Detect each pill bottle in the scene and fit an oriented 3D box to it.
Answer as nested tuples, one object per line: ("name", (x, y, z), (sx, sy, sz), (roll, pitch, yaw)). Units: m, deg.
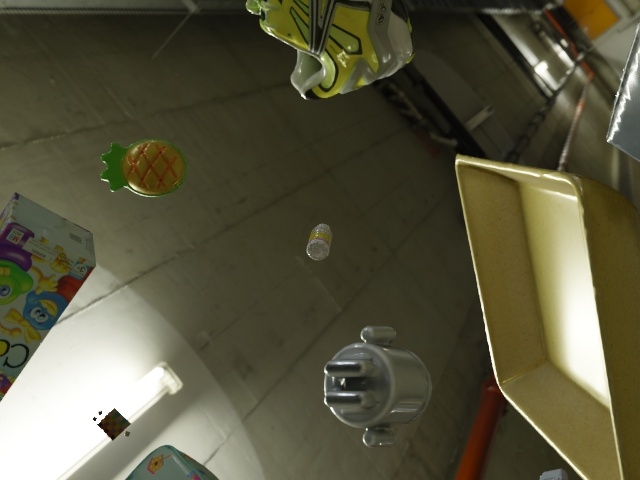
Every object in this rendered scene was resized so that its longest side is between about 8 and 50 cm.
("pill bottle", (0.000, 0.000, 1.324), (0.043, 0.043, 0.083), (43, -155, -15))

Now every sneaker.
("sneaker", (-0.013, -0.288, 0.715), (0.145, 0.147, 0.384), (54, 179, 40))

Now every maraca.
("maraca", (-0.387, -0.160, 1.507), (0.099, 0.186, 0.127), (159, 111, -82))

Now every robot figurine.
("robot figurine", (0.147, 0.357, 1.697), (0.353, 0.200, 0.299), (21, -111, -54))

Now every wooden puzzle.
("wooden puzzle", (-0.422, 0.373, 1.401), (0.083, 0.049, 0.006), (51, 163, -14))

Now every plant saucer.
("plant saucer", (0.260, 0.067, 0.748), (0.333, 0.081, 0.332), (-126, 22, -77))

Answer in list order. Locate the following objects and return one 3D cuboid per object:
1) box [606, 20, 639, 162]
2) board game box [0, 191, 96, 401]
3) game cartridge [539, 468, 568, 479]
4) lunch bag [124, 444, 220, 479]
("box", (0.810, -0.249, 1.054), (0.480, 0.472, 0.297), (45, 164, 30))
("board game box", (-0.494, 0.089, 1.084), (0.142, 0.275, 0.144), (33, -173, -29))
("game cartridge", (0.342, 0.382, 1.020), (0.017, 0.056, 0.083), (29, -123, -5))
("lunch bag", (-0.235, 0.476, 1.088), (0.279, 0.224, 0.108), (24, 160, 46))
